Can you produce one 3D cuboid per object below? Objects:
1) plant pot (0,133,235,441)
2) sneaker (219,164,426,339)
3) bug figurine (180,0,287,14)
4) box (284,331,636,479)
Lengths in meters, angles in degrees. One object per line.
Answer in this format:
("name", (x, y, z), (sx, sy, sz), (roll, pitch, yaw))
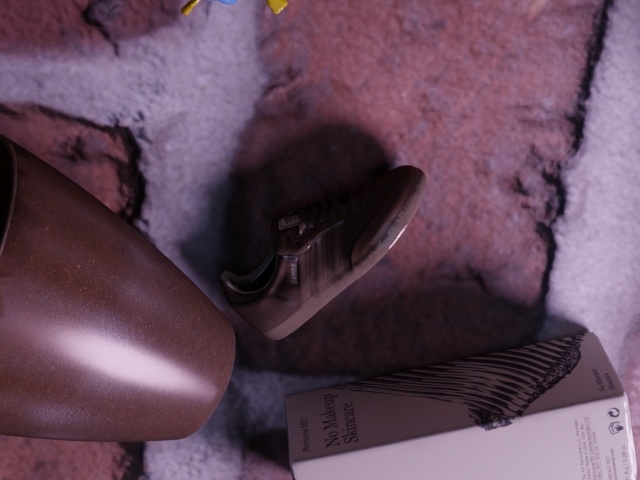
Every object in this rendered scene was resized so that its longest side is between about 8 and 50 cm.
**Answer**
("plant pot", (-0.186, 0.064, 1.061), (0.230, 0.215, 0.215), (26, 112, -31))
("sneaker", (0.000, 0.000, 1.104), (0.071, 0.066, 0.188), (40, 106, -19))
("bug figurine", (-0.079, -0.300, 0.953), (0.216, 0.072, 0.279), (-40, 107, 7))
("box", (0.113, 0.165, 1.168), (0.275, 0.113, 0.094), (-12, 115, 0))
